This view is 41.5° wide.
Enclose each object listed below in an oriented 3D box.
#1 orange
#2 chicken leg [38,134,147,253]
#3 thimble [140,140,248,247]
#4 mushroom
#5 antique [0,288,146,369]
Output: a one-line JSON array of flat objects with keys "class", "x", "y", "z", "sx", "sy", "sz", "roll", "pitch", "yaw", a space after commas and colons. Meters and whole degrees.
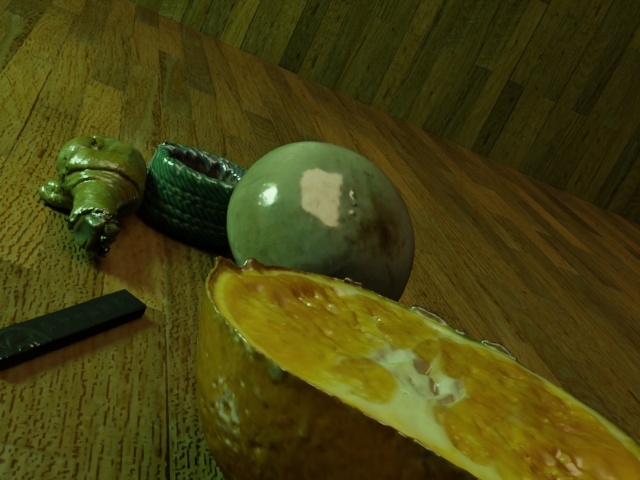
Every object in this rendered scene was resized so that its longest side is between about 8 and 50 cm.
[{"class": "orange", "x": 0.075, "y": 0.126, "z": 0.568, "sx": 0.310, "sy": 0.274, "sz": 0.274, "roll": -6, "pitch": 13, "yaw": 12}, {"class": "chicken leg", "x": -0.243, "y": -0.053, "z": 0.905, "sx": 0.103, "sy": 0.088, "sz": 0.228, "roll": 32, "pitch": 22, "yaw": -16}, {"class": "thimble", "x": -0.145, "y": -0.054, "z": 1.013, "sx": 0.135, "sy": 0.090, "sz": 0.118, "roll": 17, "pitch": 19, "yaw": -24}, {"class": "mushroom", "x": 0.000, "y": 0.000, "z": 0.956, "sx": 0.226, "sy": 0.178, "sz": 0.227, "roll": 15, "pitch": 51, "yaw": -20}, {"class": "antique", "x": -0.208, "y": 0.070, "z": 0.698, "sx": 0.031, "sy": 0.015, "sz": 0.192, "roll": 32, "pitch": 18, "yaw": 15}]
